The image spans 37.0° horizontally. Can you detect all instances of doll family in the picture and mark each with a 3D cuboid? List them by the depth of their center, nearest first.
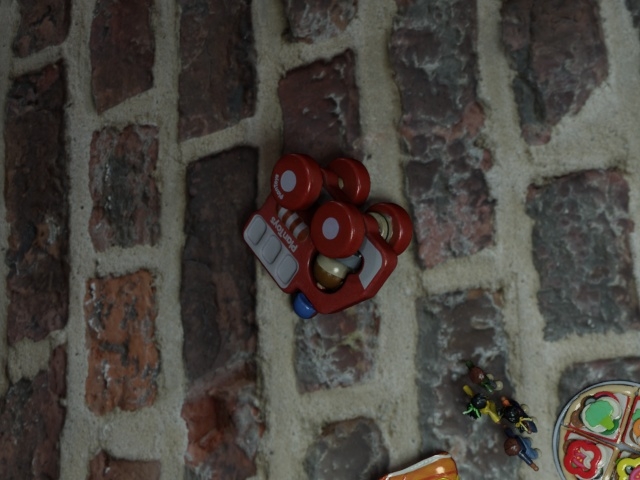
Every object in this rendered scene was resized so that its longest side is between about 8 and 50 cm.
[{"bbox_3d":[0.282,0.273,1.489,0.193,0.111,0.076,41,93,29],"label":"doll family"}]

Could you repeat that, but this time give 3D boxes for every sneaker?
[{"bbox_3d":[0.140,0.400,1.544,0.175,0.064,0.067,-26,74,18],"label":"sneaker"}]

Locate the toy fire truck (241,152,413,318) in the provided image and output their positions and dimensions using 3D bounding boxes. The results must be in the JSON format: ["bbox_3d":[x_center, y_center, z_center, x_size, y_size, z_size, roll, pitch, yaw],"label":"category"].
[{"bbox_3d":[0.000,0.000,1.700,0.302,0.169,0.254,51,122,29],"label":"toy fire truck"}]

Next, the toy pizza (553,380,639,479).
[{"bbox_3d":[0.451,0.311,1.444,0.201,0.032,0.201,-8,70,23],"label":"toy pizza"}]
